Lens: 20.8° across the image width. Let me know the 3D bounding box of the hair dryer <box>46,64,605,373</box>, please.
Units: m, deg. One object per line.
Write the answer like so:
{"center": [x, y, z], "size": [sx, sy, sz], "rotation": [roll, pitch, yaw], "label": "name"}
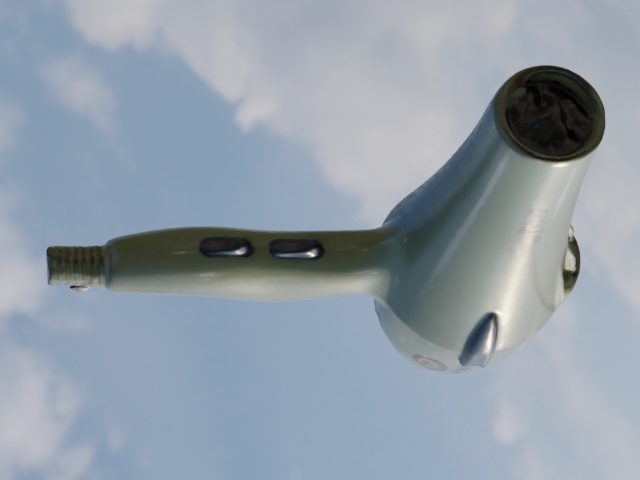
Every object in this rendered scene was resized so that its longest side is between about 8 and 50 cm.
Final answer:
{"center": [0.034, -0.012, 0.954], "size": [0.298, 0.296, 0.119], "rotation": [8, -116, -27], "label": "hair dryer"}
